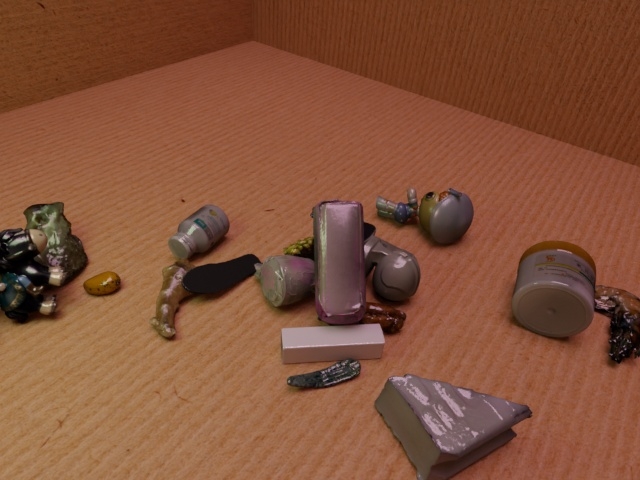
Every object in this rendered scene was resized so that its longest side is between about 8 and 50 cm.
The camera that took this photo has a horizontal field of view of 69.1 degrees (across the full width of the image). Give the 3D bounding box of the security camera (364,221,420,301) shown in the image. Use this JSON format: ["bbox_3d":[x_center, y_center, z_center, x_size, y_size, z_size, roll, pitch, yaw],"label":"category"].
[{"bbox_3d":[0.206,0.090,1.574,0.277,0.191,0.197,25,33,18],"label":"security camera"}]

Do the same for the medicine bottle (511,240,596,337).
[{"bbox_3d":[0.764,0.157,1.520,0.238,0.237,0.232,19,42,16],"label":"medicine bottle"}]

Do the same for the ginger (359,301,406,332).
[{"bbox_3d":[0.196,0.246,1.471,0.162,0.073,0.103,7,40,0],"label":"ginger"}]

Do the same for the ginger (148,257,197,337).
[{"bbox_3d":[-0.456,0.182,1.473,0.131,0.086,0.294,16,45,-17],"label":"ginger"}]

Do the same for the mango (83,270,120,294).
[{"bbox_3d":[-0.707,0.138,1.505,0.114,0.057,0.079,-7,48,-10],"label":"mango"}]

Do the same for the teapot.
[{"bbox_3d":[-0.107,0.132,1.544,0.178,0.222,0.163,-5,80,-33],"label":"teapot"}]

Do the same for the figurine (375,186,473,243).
[{"bbox_3d":[0.412,-0.093,1.874,0.382,0.224,0.205,1,56,33],"label":"figurine"}]

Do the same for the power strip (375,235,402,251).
[{"bbox_3d":[0.200,0.022,1.761,0.272,0.052,0.078,28,45,26],"label":"power strip"}]

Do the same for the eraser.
[{"bbox_3d":[0.034,0.305,1.377,0.298,0.078,0.076,-1,40,-8],"label":"eraser"}]

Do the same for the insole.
[{"bbox_3d":[-0.323,0.108,1.562,0.309,0.012,0.110,-23,71,-45],"label":"insole"}]

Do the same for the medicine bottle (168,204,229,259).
[{"bbox_3d":[-0.440,-0.027,1.675,0.135,0.135,0.215,22,42,19],"label":"medicine bottle"}]

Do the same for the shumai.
[{"bbox_3d":[-0.906,0.009,1.527,0.222,0.203,0.272,-14,47,-21],"label":"shumai"}]

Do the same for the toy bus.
[{"bbox_3d":[0.053,0.067,1.408,0.171,0.162,0.386,-2,82,4],"label":"toy bus"}]

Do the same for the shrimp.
[{"bbox_3d":[0.956,0.263,1.558,0.233,0.071,0.365,18,41,29],"label":"shrimp"}]

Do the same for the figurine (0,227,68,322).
[{"bbox_3d":[-0.950,0.109,1.318,0.412,0.306,0.241,-13,33,-23],"label":"figurine"}]

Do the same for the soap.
[{"bbox_3d":[0.330,0.434,1.202,0.302,0.158,0.258,-14,41,-25],"label":"soap"}]

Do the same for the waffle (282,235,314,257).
[{"bbox_3d":[0.000,0.000,1.640,0.243,0.238,0.058,-18,79,-43],"label":"waffle"}]

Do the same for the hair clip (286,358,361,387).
[{"bbox_3d":[0.010,0.381,1.314,0.229,0.036,0.066,-6,45,-24],"label":"hair clip"}]
